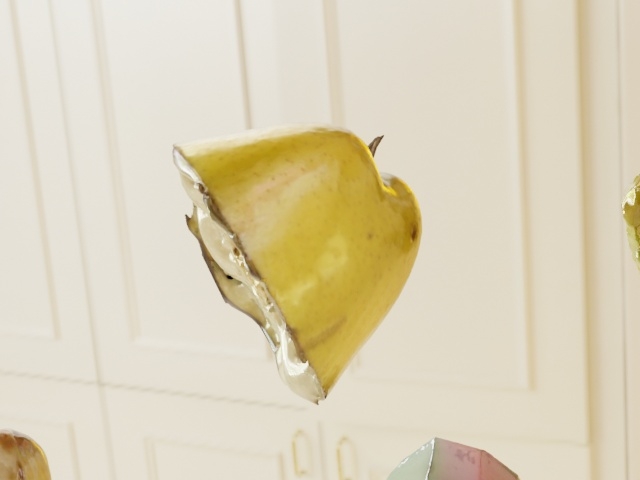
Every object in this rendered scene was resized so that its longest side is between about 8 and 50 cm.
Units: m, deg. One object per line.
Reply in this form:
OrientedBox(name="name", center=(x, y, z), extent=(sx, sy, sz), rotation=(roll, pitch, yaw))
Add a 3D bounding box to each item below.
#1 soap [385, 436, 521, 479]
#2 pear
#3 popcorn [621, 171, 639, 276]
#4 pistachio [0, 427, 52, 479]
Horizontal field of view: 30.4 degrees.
OrientedBox(name="soap", center=(0.140, 0.336, 1.231), extent=(0.192, 0.324, 0.109), rotation=(14, -126, 6))
OrientedBox(name="pear", center=(0.000, -0.001, 0.981), extent=(0.178, 0.267, 0.267), rotation=(-27, -163, -8))
OrientedBox(name="popcorn", center=(0.444, -0.021, 1.227), extent=(0.249, 0.249, 0.225), rotation=(5, 178, 36))
OrientedBox(name="pistachio", center=(-0.450, 0.381, 1.707), extent=(0.144, 0.215, 0.144), rotation=(-11, 172, -2))
